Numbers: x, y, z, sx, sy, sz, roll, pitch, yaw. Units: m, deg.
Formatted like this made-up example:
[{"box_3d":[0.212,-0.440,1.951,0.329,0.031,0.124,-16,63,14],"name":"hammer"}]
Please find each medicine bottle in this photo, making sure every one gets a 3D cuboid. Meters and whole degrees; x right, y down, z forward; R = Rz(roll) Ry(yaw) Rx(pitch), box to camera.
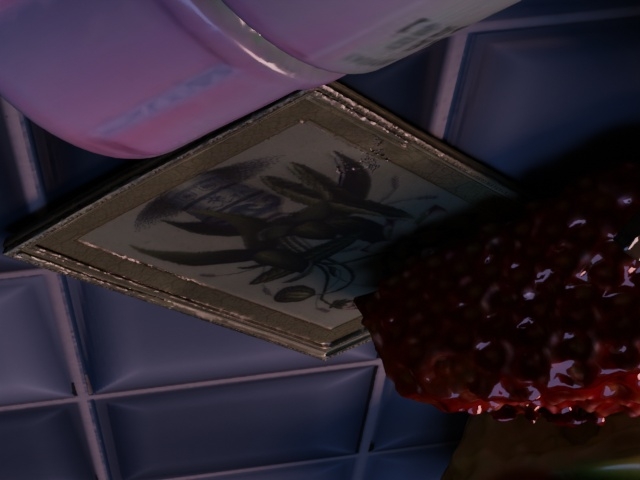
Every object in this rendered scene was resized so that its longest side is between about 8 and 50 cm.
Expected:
[{"box_3d":[-0.001,-0.103,0.355,0.168,0.135,0.135,-24,151,27],"name":"medicine bottle"}]

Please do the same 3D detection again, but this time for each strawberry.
[{"box_3d":[0.166,0.035,0.722,0.286,0.106,0.188,-18,151,9],"name":"strawberry"}]

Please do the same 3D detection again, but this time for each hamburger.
[{"box_3d":[0.178,0.173,0.987,0.237,0.149,0.237,0,156,0],"name":"hamburger"}]

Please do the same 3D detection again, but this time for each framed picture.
[{"box_3d":[0.000,0.000,0.715,0.173,0.010,0.231,-26,150,30],"name":"framed picture"}]

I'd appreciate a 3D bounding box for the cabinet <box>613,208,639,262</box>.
[{"box_3d":[0.244,-0.004,0.512,0.215,0.175,0.148,-48,143,14],"name":"cabinet"}]
